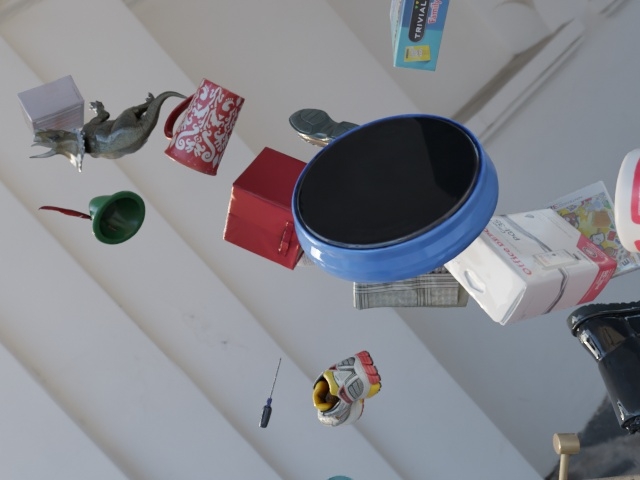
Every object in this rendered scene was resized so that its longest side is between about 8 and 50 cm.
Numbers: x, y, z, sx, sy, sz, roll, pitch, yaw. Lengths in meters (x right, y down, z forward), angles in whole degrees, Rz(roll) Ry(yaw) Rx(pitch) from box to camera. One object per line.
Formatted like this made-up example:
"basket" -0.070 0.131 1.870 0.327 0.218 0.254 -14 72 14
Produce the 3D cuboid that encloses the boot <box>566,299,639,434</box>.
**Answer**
"boot" 0.533 0.194 0.887 0.094 0.247 0.207 103 160 -46

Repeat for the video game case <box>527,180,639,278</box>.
"video game case" 0.598 -0.002 1.329 0.206 0.226 0.026 -26 -31 27

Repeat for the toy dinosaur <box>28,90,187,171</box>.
"toy dinosaur" -0.408 -0.217 1.159 0.314 0.121 0.160 -6 49 8

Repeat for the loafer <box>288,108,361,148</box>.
"loafer" 0.015 -0.259 1.427 0.096 0.084 0.268 -40 42 -17

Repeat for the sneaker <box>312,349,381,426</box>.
"sneaker" 0.022 0.253 0.949 0.093 0.088 0.225 -12 -33 -21

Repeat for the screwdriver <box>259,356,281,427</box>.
"screwdriver" -0.113 0.355 1.331 0.025 0.024 0.169 30 -105 -74

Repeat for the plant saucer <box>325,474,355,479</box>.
"plant saucer" 0.048 0.565 1.218 0.119 0.119 0.021 -41 -24 9

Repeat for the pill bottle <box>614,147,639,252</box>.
"pill bottle" 0.631 -0.058 0.842 0.319 0.176 0.176 5 39 44

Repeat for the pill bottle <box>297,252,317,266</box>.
"pill bottle" 0.000 0.000 1.709 0.283 0.160 0.160 1 16 13

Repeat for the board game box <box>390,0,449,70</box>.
"board game box" 0.189 -0.503 1.068 0.336 0.079 0.253 -82 -2 -53

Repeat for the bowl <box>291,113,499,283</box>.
"bowl" 0.127 -0.096 1.066 0.391 0.077 0.391 -14 45 14

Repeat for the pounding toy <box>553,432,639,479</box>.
"pounding toy" 0.439 0.402 0.888 0.094 0.206 0.181 -8 -29 4

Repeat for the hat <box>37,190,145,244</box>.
"hat" -0.651 -0.102 1.668 0.172 0.184 0.208 -62 -26 1

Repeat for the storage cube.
"storage cube" -0.099 -0.080 1.375 0.215 0.193 0.183 -61 -8 -46

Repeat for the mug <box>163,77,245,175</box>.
"mug" -0.244 -0.238 1.146 0.169 0.150 0.113 -63 0 11

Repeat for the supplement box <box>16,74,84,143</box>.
"supplement box" -0.662 -0.318 1.411 0.130 0.073 0.239 -30 7 -23

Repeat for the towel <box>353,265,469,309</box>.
"towel" 0.245 0.031 1.446 0.325 0.312 0.056 -1 14 -10

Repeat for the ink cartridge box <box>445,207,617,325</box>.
"ink cartridge box" 0.435 0.046 1.193 0.283 0.207 0.117 -8 -47 -30
